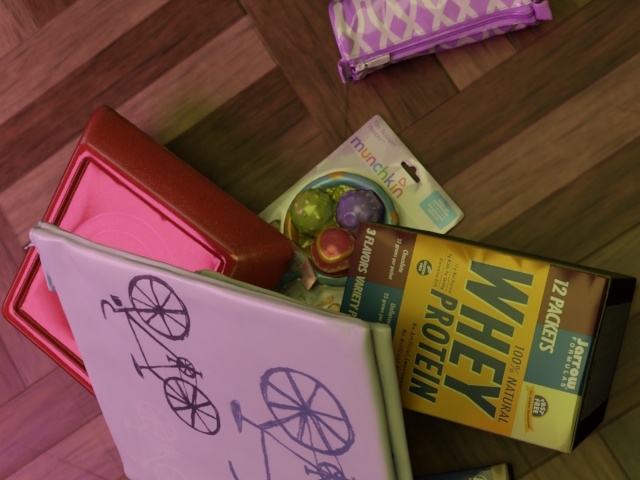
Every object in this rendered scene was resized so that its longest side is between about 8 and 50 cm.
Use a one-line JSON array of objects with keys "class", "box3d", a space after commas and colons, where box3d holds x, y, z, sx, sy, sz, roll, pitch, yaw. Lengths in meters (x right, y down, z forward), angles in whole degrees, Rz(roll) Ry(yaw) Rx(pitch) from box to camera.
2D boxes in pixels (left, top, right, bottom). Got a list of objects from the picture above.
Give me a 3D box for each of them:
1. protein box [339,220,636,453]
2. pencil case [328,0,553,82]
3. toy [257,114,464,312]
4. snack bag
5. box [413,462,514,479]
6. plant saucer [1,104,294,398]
[{"class": "protein box", "box3d": [0.139, 0.073, 0.989, 0.200, 0.201, 0.135, 13, 93, 20]}, {"class": "pencil case", "box3d": [0.106, -0.212, 1.116, 0.206, 0.086, 0.088, -18, 42, 15]}, {"class": "toy", "box3d": [0.000, 0.000, 1.131, 0.237, 0.056, 0.137, -41, 73, 7]}, {"class": "snack bag", "box3d": [-0.073, 0.144, 1.000, 0.343, 0.323, 0.037, 15, 44, 31]}, {"class": "box", "box3d": [0.070, 0.283, 1.072, 0.225, 0.036, 0.136, -12, 77, 17]}, {"class": "plant saucer", "box3d": [-0.186, 0.042, 1.150, 0.258, 0.048, 0.259, 36, 109, 20]}]
